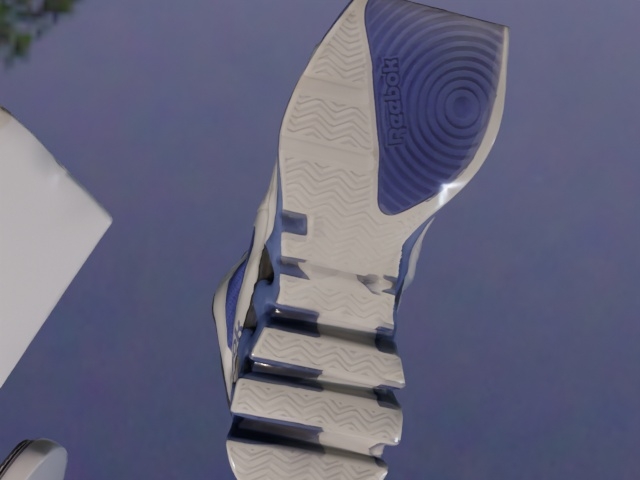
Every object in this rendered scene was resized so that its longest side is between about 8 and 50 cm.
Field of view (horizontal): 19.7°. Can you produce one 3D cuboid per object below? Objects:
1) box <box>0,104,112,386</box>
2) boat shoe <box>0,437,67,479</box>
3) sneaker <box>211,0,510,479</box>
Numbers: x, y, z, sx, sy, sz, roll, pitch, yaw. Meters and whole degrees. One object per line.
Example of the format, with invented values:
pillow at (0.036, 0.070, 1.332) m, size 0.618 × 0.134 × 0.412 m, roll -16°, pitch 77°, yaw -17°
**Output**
box at (-0.368, -0.042, 1.422) m, size 0.345 × 0.215 × 0.168 m, roll 14°, pitch -114°, yaw 43°
boat shoe at (-0.281, 0.240, 1.419) m, size 0.076 × 0.228 × 0.080 m, roll 33°, pitch -173°, yaw 19°
sneaker at (0.000, 0.001, 1.137) m, size 0.127 × 0.315 × 0.182 m, roll 17°, pitch 180°, yaw -15°
